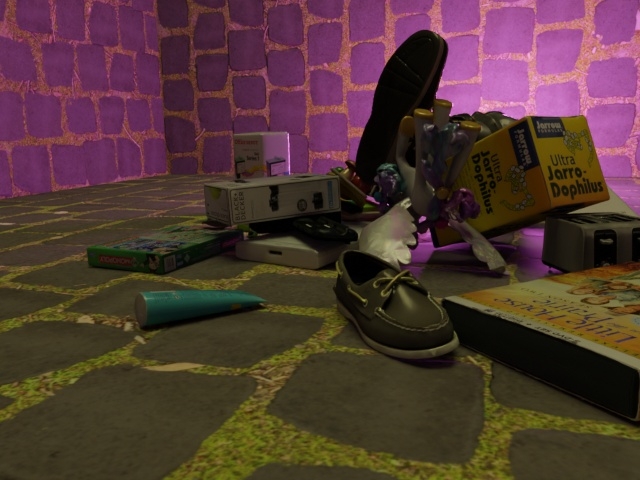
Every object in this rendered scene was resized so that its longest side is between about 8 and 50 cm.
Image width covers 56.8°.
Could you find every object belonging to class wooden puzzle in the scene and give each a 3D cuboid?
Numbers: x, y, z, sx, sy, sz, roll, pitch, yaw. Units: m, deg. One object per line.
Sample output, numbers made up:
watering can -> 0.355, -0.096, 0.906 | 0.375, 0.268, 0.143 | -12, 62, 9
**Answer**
wooden puzzle -> 0.071, -0.109, 1.687 | 0.238, 0.044, 0.221 | 22, 18, 37

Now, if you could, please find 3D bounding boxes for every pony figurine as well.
pony figurine -> 0.227, -0.085, 1.243 | 0.303, 0.363, 0.351 | 4, 26, -10

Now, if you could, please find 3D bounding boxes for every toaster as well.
toaster -> 0.540, 0.010, 1.151 | 0.168, 0.110, 0.186 | -2, 11, -8

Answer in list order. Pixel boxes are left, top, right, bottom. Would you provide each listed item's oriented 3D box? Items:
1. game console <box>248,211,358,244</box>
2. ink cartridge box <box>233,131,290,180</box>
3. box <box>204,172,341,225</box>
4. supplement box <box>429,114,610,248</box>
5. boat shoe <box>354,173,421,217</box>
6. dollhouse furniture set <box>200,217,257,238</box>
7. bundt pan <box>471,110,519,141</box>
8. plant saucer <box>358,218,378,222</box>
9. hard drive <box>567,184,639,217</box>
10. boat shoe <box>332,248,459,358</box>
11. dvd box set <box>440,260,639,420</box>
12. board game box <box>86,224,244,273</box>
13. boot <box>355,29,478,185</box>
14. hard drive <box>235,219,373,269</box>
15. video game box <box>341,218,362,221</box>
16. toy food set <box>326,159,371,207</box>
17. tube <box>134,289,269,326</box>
game console -> -0.034, -0.034, 1.388 | 0.213, 0.044, 0.361 | -7, 12, -18
ink cartridge box -> -0.205, -0.236, 2.059 | 0.117, 0.278, 0.201 | -9, 13, -36
box -> -0.116, -0.104, 1.425 | 0.290, 0.087, 0.169 | -9, 13, -27
supplement box -> 0.415, -0.123, 1.333 | 0.194, 0.195, 0.356 | -8, -10, -31
boat shoe -> 0.178, -0.143, 1.656 | 0.158, 0.127, 0.340 | 8, 13, -11
dollhouse furniture set -> -0.229, -0.054, 1.549 | 0.151, 0.058, 0.076 | 20, -17, -33
bundt pan -> 0.479, -0.193, 1.619 | 0.331, 0.331, 0.124 | -3, 9, -10
plant saucer -> 0.175, -0.043, 1.678 | 0.168, 0.029, 0.168 | -2, 10, 0
hard drive -> 0.647, -0.085, 1.457 | 0.203, 0.040, 0.307 | -3, 38, -10
boat shoe -> 0.095, 0.084, 0.861 | 0.109, 0.091, 0.305 | -12, 14, -17
dvd box set -> 0.422, 0.106, 0.801 | 0.420, 0.062, 0.307 | -7, 12, -26
board game box -> -0.356, 0.014, 1.410 | 0.213, 0.046, 0.317 | 3, 12, 25
boot -> 0.265, -0.300, 1.429 | 0.284, 0.377, 0.138 | -2, 33, -37
hard drive -> 0.000, 0.000, 1.434 | 0.233, 0.047, 0.353 | 6, 13, 34
video game box -> 0.088, -0.083, 1.843 | 0.187, 0.048, 0.205 | -10, 14, -28
toy food set -> 0.083, -0.154, 1.530 | 0.128, 0.071, 0.218 | 38, -7, 0
tube -> -0.192, 0.100, 0.961 | 0.207, 0.052, 0.080 | -3, 15, -36
